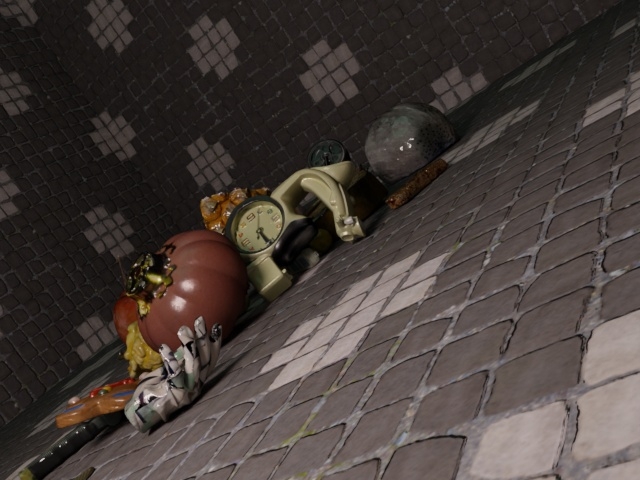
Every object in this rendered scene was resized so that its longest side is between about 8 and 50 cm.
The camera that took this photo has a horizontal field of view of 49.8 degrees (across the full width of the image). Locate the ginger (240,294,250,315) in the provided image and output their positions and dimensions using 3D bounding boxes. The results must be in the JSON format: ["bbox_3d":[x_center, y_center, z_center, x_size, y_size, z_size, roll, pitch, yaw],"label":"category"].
[{"bbox_3d":[-0.233,0.186,1.731,0.137,0.044,0.057,-30,-10,23],"label":"ginger"}]

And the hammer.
[{"bbox_3d":[-0.530,0.431,1.459,0.226,0.041,0.159,-39,8,-31],"label":"hammer"}]

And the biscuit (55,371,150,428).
[{"bbox_3d":[-0.447,0.331,1.469,0.205,0.049,0.324,-17,-4,-4],"label":"biscuit"}]

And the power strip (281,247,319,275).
[{"bbox_3d":[-0.059,0.056,1.754,0.030,0.047,0.191,-46,12,-30],"label":"power strip"}]

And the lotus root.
[{"bbox_3d":[0.026,-0.073,2.014,0.375,0.111,0.390,-35,10,15],"label":"lotus root"}]

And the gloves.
[{"bbox_3d":[-0.244,0.233,1.205,0.212,0.111,0.127,-39,-17,-7],"label":"gloves"}]

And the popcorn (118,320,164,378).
[{"bbox_3d":[-0.409,0.256,1.700,0.170,0.180,0.180,-3,2,-9],"label":"popcorn"}]

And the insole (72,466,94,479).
[{"bbox_3d":[-0.494,0.469,1.180,0.253,0.005,0.086,-36,7,-8],"label":"insole"}]

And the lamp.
[{"bbox_3d":[-0.306,0.112,1.542,0.305,0.240,0.305,-34,43,39],"label":"lamp"}]

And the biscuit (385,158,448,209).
[{"bbox_3d":[0.243,-0.143,1.734,0.199,0.034,0.064,-39,7,-32],"label":"biscuit"}]

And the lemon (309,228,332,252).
[{"bbox_3d":[0.000,0.000,1.792,0.062,0.062,0.083,-34,20,3],"label":"lemon"}]

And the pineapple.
[{"bbox_3d":[-0.167,0.011,1.893,0.209,0.286,0.344,-15,-6,9],"label":"pineapple"}]

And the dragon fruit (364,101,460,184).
[{"bbox_3d":[0.284,-0.337,2.173,0.283,0.204,0.221,-39,8,-23],"label":"dragon fruit"}]

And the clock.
[{"bbox_3d":[-0.044,-0.052,1.651,0.379,0.276,0.120,-38,-31,3],"label":"clock"}]

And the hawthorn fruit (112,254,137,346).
[{"bbox_3d":[-0.489,0.217,1.998,0.235,0.263,0.231,-62,-14,-3],"label":"hawthorn fruit"}]

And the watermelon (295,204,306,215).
[{"bbox_3d":[-0.156,-0.067,2.219,0.241,0.154,0.094,-14,7,-7],"label":"watermelon"}]
